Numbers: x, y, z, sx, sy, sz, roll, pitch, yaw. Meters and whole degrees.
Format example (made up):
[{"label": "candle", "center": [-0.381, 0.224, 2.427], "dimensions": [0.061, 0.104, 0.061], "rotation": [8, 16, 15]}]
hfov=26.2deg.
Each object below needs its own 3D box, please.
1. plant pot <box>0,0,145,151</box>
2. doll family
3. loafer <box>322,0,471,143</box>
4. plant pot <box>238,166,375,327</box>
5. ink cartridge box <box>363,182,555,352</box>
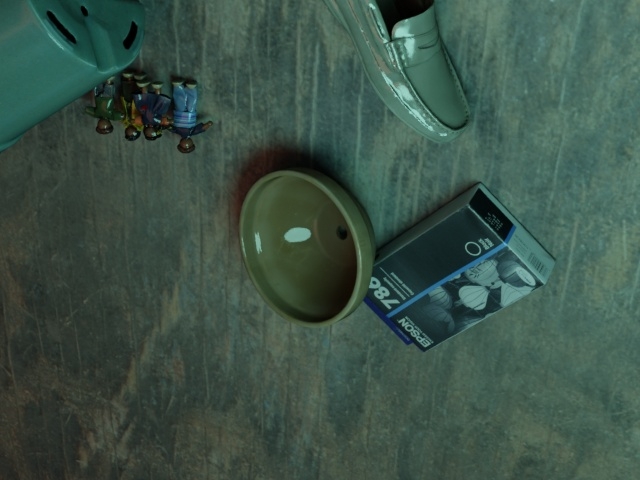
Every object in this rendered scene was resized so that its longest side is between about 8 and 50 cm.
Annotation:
[{"label": "plant pot", "center": [-0.448, -0.295, 1.911], "dimensions": [0.334, 0.341, 0.341], "rotation": [-21, 114, 31]}, {"label": "doll family", "center": [-0.255, -0.188, 2.044], "dimensions": [0.193, 0.076, 0.111], "rotation": [13, 112, 26]}, {"label": "loafer", "center": [0.103, -0.265, 1.753], "dimensions": [0.111, 0.112, 0.319], "rotation": [-17, 116, 48]}, {"label": "plant pot", "center": [0.000, 0.000, 2.007], "dimensions": [0.237, 0.110, 0.237], "rotation": [16, 116, 37]}, {"label": "ink cartridge box", "center": [0.170, 0.059, 2.018], "dimensions": [0.165, 0.065, 0.332], "rotation": [44, 135, -10]}]
